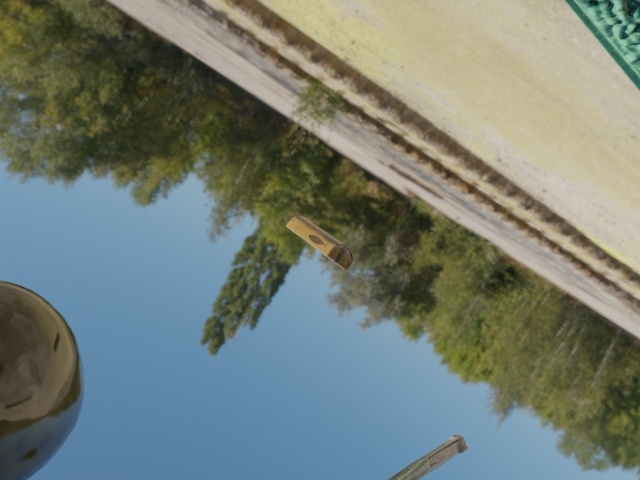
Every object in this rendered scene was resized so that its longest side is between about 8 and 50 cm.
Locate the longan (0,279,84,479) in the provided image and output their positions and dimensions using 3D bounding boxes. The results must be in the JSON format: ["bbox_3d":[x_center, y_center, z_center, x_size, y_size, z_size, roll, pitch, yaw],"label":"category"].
[{"bbox_3d":[-0.509,0.198,0.857,0.361,0.361,0.361,32,-175,-3],"label":"longan"}]

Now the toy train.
[{"bbox_3d":[0.193,-0.158,0.394,0.172,0.070,0.099,22,-132,-40],"label":"toy train"}]

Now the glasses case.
[{"bbox_3d":[0.000,0.000,1.259,0.065,0.041,0.170,39,177,-37],"label":"glasses case"}]

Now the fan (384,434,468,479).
[{"bbox_3d":[0.088,0.264,0.679,0.282,0.057,0.023,-10,-113,-46],"label":"fan"}]
